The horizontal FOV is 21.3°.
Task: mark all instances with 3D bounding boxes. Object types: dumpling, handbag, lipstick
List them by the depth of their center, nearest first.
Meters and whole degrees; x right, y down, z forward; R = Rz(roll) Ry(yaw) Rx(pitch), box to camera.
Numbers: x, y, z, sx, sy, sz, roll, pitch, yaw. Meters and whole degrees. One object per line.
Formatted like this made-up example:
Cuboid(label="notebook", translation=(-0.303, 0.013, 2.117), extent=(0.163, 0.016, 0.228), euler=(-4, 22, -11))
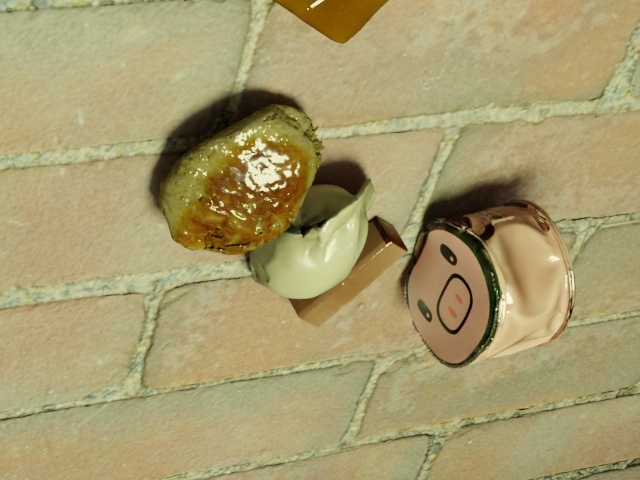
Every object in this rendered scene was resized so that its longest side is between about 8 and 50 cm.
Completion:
Cuboid(label="dumpling", translation=(0.000, -0.001, 1.893), extent=(0.150, 0.092, 0.176), euler=(-19, 140, -36))
Cuboid(label="lipstick", translation=(0.031, 0.037, 1.988), extent=(0.145, 0.045, 0.045), euler=(-41, 145, 15))
Cuboid(label="handbag", translation=(0.198, 0.052, 2.009), extent=(0.116, 0.179, 0.205), euler=(-16, 144, -29))

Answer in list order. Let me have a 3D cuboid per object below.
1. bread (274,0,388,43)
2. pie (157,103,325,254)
Cuboid(label="bread", translation=(-0.025, -0.264, 1.584), extent=(0.088, 0.049, 0.226), euler=(-41, 141, 16))
Cuboid(label="pie", translation=(-0.083, -0.061, 1.771), extent=(0.163, 0.079, 0.193), euler=(10, 129, -36))
